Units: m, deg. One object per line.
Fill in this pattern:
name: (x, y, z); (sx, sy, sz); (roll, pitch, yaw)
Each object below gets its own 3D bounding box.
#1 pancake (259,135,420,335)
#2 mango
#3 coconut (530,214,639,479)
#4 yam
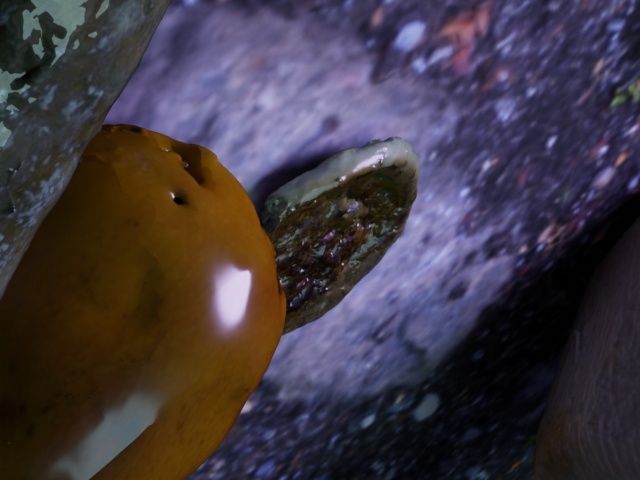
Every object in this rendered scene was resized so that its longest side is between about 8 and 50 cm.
pancake: (0.004, -0.003, 0.932); (0.116, 0.022, 0.129); (-30, 154, -21)
mango: (-0.125, 0.060, 0.750); (0.249, 0.151, 0.156); (-36, 121, -1)
coconut: (0.299, 0.126, 1.150); (0.346, 0.346, 0.360); (99, 11, -49)
yam: (-0.111, -0.067, 0.610); (0.107, 0.107, 0.194); (3, 128, -53)
